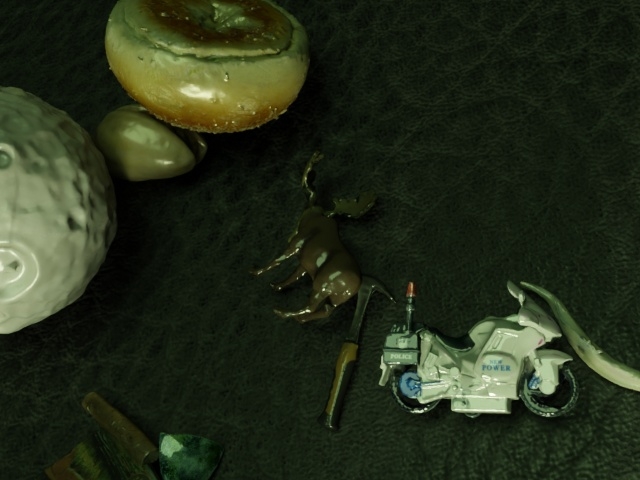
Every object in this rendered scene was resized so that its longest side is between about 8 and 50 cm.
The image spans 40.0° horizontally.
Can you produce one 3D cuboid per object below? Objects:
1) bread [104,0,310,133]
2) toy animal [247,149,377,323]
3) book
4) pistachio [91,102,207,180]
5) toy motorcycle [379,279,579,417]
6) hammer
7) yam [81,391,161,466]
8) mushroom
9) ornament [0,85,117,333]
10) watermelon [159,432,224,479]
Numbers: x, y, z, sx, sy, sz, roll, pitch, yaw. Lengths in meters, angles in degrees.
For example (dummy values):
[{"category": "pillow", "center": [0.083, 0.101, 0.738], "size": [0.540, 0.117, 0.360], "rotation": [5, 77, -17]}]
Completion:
[{"category": "bread", "center": [-0.157, -0.257, 1.249], "size": [0.305, 0.159, 0.305], "rotation": [5, 37, -3]}, {"category": "toy animal", "center": [0.000, 0.000, 1.123], "size": [0.186, 0.094, 0.214], "rotation": [-45, 44, 7]}, {"category": "book", "center": [-0.306, 0.340, 1.085], "size": [0.228, 0.024, 0.160], "rotation": [-37, 48, -8]}, {"category": "pistachio", "center": [-0.257, -0.140, 1.296], "size": [0.185, 0.124, 0.124], "rotation": [14, 70, 20]}, {"category": "toy motorcycle", "center": [0.174, 0.121, 0.984], "size": [0.221, 0.102, 0.150], "rotation": [-3, 75, 21]}, {"category": "hammer", "center": [0.039, 0.134, 1.077], "size": [0.078, 0.021, 0.201], "rotation": [6, 67, 25]}, {"category": "yam", "center": [-0.251, 0.236, 1.108], "size": [0.145, 0.032, 0.032], "rotation": [29, 78, 38]}, {"category": "mushroom", "center": [0.343, 0.124, 0.948], "size": [0.306, 0.043, 0.068], "rotation": [21, 56, 31]}, {"category": "ornament", "center": [-0.442, -0.035, 1.183], "size": [0.337, 0.337, 0.337], "rotation": [-10, 61, 18]}, {"category": "watermelon", "center": [-0.168, 0.274, 1.084], "size": [0.085, 0.085, 0.061], "rotation": [-46, 16, -5]}]
